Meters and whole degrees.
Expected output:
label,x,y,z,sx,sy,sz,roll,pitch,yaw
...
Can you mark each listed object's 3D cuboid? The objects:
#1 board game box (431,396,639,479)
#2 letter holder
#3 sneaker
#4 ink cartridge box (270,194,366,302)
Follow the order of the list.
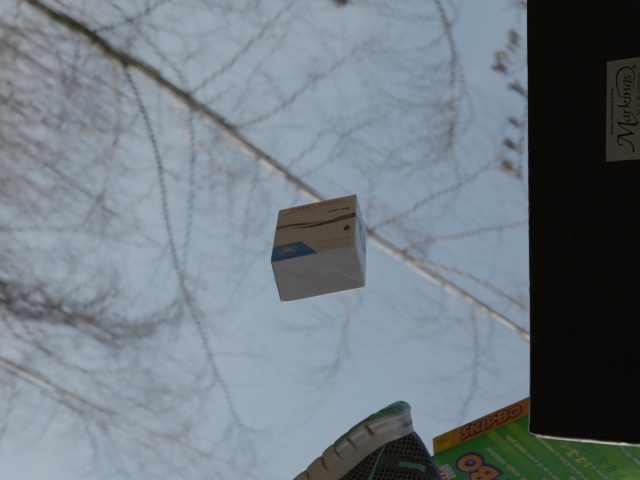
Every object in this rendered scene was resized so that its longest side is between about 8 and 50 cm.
label,x,y,z,sx,sy,sz,roll,pitch,yaw
board game box,0.230,0.200,1.202,0.259,0.124,0.039,-27,-156,13
letter holder,0.251,-0.030,0.777,0.152,0.214,0.301,-3,-95,46
sneaker,0.015,0.178,0.820,0.166,0.076,0.065,-46,164,33
ink cartridge box,0.000,0.000,1.533,0.104,0.060,0.180,-12,-155,8
